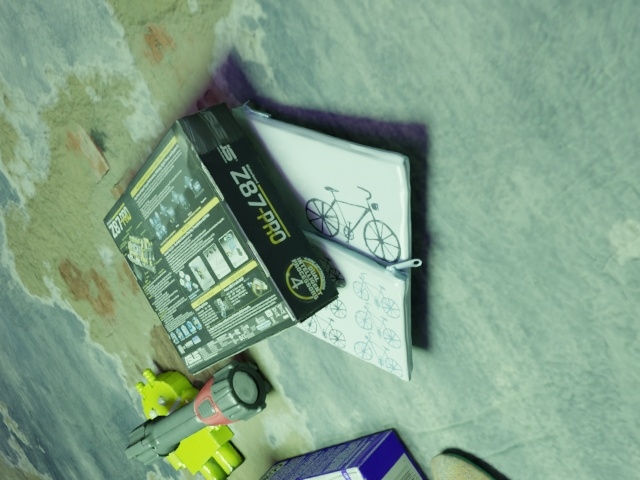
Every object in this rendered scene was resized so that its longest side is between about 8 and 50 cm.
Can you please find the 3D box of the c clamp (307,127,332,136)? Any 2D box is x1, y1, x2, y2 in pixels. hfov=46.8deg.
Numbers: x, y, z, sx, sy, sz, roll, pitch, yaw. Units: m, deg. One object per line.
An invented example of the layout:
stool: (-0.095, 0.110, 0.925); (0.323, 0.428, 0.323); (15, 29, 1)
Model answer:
c clamp: (0.016, -0.071, 1.012); (0.137, 0.022, 0.160); (29, 132, 33)

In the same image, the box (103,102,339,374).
box: (-0.176, 0.021, 1.137); (0.318, 0.097, 0.395); (58, 144, 1)

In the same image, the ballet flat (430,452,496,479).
ballet flat: (0.259, 0.432, 1.021); (0.316, 0.106, 0.107); (42, 135, 16)

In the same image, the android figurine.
android figurine: (-0.275, 0.375, 1.501); (0.273, 0.056, 0.248); (47, 136, 8)

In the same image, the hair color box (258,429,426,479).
hair color box: (0.035, 0.448, 1.230); (0.185, 0.110, 0.339); (56, 138, 0)

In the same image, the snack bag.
snack bag: (0.000, 0.000, 1.026); (0.323, 0.037, 0.342); (23, 129, 38)

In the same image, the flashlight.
flashlight: (-0.226, 0.319, 1.345); (0.103, 0.103, 0.304); (36, 128, -27)
